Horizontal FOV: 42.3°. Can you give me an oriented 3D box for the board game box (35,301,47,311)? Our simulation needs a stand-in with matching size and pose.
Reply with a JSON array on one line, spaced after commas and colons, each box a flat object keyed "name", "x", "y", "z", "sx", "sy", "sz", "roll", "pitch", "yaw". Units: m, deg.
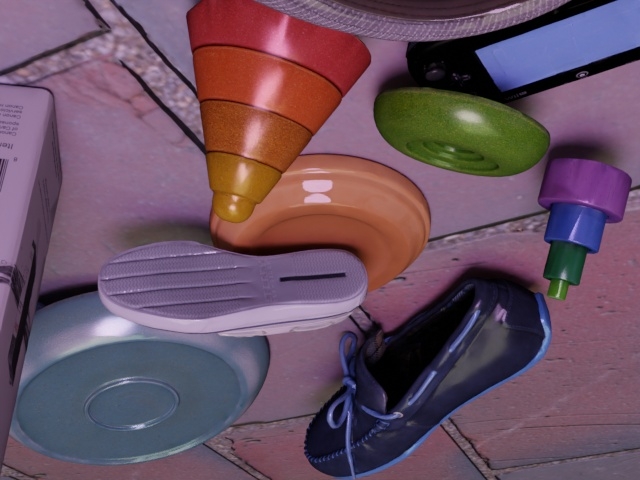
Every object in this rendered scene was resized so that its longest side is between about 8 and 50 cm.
[{"name": "board game box", "x": -0.300, "y": 0.146, "z": 0.942, "sx": 0.160, "sy": 0.039, "sz": 0.211, "roll": -21, "pitch": 140, "yaw": 26}]

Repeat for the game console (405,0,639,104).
[{"name": "game console", "x": 0.237, "y": -0.147, "z": 0.514, "sx": 0.361, "sy": 0.044, "sz": 0.213, "roll": -15, "pitch": 148, "yaw": 23}]

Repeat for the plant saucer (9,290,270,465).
[{"name": "plant saucer", "x": -0.208, "y": 0.167, "z": 0.911, "sx": 0.317, "sy": 0.044, "sz": 0.318, "roll": -10, "pitch": 140, "yaw": -8}]

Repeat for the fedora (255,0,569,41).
[{"name": "fedora", "x": 0.032, "y": -0.213, "z": 0.350, "sx": 0.275, "sy": 0.124, "sz": 0.243, "roll": 19, "pitch": 141, "yaw": -28}]

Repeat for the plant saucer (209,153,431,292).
[{"name": "plant saucer", "x": 0.000, "y": 0.000, "z": 0.740, "sx": 0.199, "sy": 0.037, "sz": 0.200, "roll": -1, "pitch": 145, "yaw": 0}]

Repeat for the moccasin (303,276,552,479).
[{"name": "moccasin", "x": 0.082, "y": 0.135, "z": 0.884, "sx": 0.116, "sy": 0.138, "sz": 0.342, "roll": 27, "pitch": 123, "yaw": -29}]

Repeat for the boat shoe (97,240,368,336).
[{"name": "boat shoe", "x": -0.073, "y": 0.054, "z": 0.709, "sx": 0.226, "sy": 0.083, "sz": 0.076, "roll": 3, "pitch": 145, "yaw": -7}]

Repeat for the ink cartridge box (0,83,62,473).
[{"name": "ink cartridge box", "x": -0.297, "y": 0.023, "z": 0.555, "sx": 0.196, "sy": 0.273, "sz": 0.114, "roll": 5, "pitch": 145, "yaw": -8}]

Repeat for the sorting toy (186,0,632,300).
[{"name": "sorting toy", "x": 0.064, "y": -0.037, "z": 0.572, "sx": 0.365, "sy": 0.126, "sz": 0.127, "roll": 19, "pitch": 173, "yaw": -26}]
